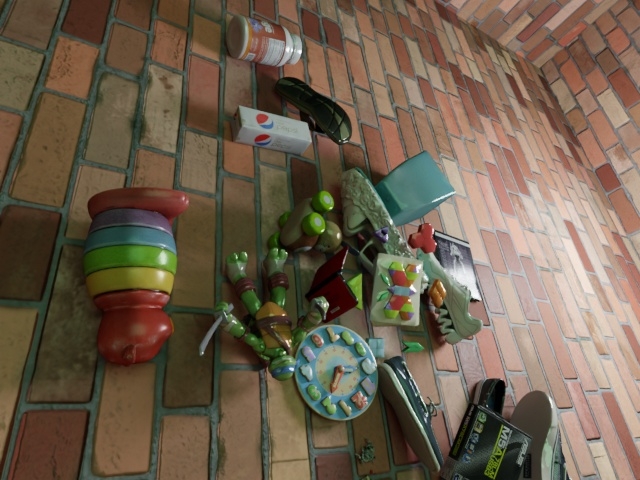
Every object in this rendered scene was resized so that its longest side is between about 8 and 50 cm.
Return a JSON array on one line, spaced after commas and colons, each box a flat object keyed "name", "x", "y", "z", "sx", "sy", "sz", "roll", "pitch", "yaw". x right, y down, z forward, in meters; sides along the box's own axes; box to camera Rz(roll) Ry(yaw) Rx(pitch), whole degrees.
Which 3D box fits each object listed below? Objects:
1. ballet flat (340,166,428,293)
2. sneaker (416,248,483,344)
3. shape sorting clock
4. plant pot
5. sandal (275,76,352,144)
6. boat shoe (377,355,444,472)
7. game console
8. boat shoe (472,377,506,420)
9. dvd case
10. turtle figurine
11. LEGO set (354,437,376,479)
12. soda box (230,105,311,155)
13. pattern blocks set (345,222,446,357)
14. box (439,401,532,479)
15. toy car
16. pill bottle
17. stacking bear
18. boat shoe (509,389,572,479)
[{"name": "ballet flat", "x": 0.144, "y": -0.014, "z": 1.119, "sx": 0.146, "sy": 0.147, "sz": 0.409, "roll": -24, "pitch": 78, "yaw": -42}, {"name": "sneaker", "x": 0.362, "y": 0.139, "z": 1.163, "sx": 0.110, "sy": 0.118, "sz": 0.293, "roll": 14, "pitch": 53, "yaw": -62}, {"name": "shape sorting clock", "x": 0.039, "y": 0.286, "z": 0.903, "sx": 0.206, "sy": 0.040, "sz": 0.207, "roll": 13, "pitch": 60, "yaw": -23}, {"name": "plant pot", "x": 0.254, "y": -0.139, "z": 1.248, "sx": 0.234, "sy": 0.165, "sz": 0.166, "roll": -27, "pitch": 80, "yaw": -39}, {"name": "sandal", "x": -0.020, "y": -0.398, "z": 1.274, "sx": 0.302, "sy": 0.086, "sz": 0.120, "roll": 43, "pitch": 51, "yaw": 15}, {"name": "boat shoe", "x": 0.216, "y": 0.392, "z": 0.939, "sx": 0.079, "sy": 0.095, "sz": 0.255, "roll": -17, "pitch": 64, "yaw": -29}, {"name": "game console", "x": 0.036, "y": 0.105, "z": 0.951, "sx": 0.085, "sy": 0.144, "sz": 0.124, "roll": -28, "pitch": 81, "yaw": -41}, {"name": "boat shoe", "x": 0.444, "y": 0.459, "z": 1.065, "sx": 0.080, "sy": 0.076, "sz": 0.229, "roll": 42, "pitch": 48, "yaw": -5}, {"name": "dvd case", "x": 0.445, "y": 0.081, "z": 1.340, "sx": 0.164, "sy": 0.018, "sz": 0.222, "roll": 17, "pitch": 55, "yaw": -25}, {"name": "turtle figurine", "x": -0.097, "y": 0.114, "z": 0.794, "sx": 0.275, "sy": 0.197, "sz": 0.266, "roll": 58, "pitch": 6, "yaw": -52}, {"name": "LEGO set", "x": 0.102, "y": 0.462, "z": 0.859, "sx": 0.054, "sy": 0.023, "sz": 0.083, "roll": 3, "pitch": 61, "yaw": -34}, {"name": "soda box", "x": -0.136, "y": -0.302, "z": 1.136, "sx": 0.215, "sy": 0.069, "sz": 0.074, "roll": 4, "pitch": 61, "yaw": -33}, {"name": "pattern blocks set", "x": 0.194, "y": 0.125, "z": 1.022, "sx": 0.285, "sy": 0.026, "sz": 0.326, "roll": -6, "pitch": 89, "yaw": -21}, {"name": "box", "x": 0.397, "y": 0.516, "z": 0.972, "sx": 0.184, "sy": 0.045, "sz": 0.191, "roll": 34, "pitch": 74, "yaw": -11}, {"name": "toy car", "x": 0.000, "y": 0.000, "z": 1.001, "sx": 0.188, "sy": 0.155, "sz": 0.149, "roll": 42, "pitch": 46, "yaw": -23}, {"name": "pill bottle", "x": -0.170, "y": -0.612, "z": 1.269, "sx": 0.216, "sy": 0.121, "sz": 0.121, "roll": -8, "pitch": 68, "yaw": -38}, {"name": "stacking bear", "x": -0.326, "y": 0.070, "z": 0.720, "sx": 0.164, "sy": 0.175, "sz": 0.289, "roll": 5, "pitch": 68, "yaw": -35}, {"name": "boat shoe", "x": 0.589, "y": 0.586, "z": 1.072, "sx": 0.158, "sy": 0.127, "sz": 0.341, "roll": 40, "pitch": 55, "yaw": -17}]
